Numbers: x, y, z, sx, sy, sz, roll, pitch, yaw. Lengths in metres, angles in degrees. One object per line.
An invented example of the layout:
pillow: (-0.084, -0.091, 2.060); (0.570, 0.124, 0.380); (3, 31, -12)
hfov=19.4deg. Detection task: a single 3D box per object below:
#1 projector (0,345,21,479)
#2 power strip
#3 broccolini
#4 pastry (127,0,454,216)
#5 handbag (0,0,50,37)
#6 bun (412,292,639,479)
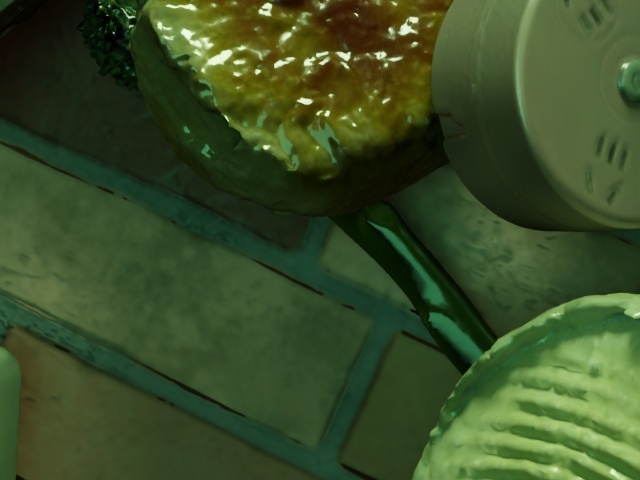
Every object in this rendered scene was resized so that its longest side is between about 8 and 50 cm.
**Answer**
projector: (-0.311, 0.182, 1.135); (0.257, 0.079, 0.259); (5, 92, 16)
power strip: (0.139, -0.080, 0.962); (0.078, 0.154, 0.154); (-3, 90, 58)
broccolini: (0.003, -0.002, 1.057); (0.079, 0.074, 0.392); (-35, 80, -28)
pastry: (0.001, -0.103, 1.005); (0.192, 0.093, 0.182); (-37, 82, -22)
handbag: (-0.190, -0.225, 1.065); (0.235, 0.127, 0.213); (-35, 75, 11)
bun: (0.175, 0.152, 0.915); (0.259, 0.152, 0.259); (-11, 73, 38)
